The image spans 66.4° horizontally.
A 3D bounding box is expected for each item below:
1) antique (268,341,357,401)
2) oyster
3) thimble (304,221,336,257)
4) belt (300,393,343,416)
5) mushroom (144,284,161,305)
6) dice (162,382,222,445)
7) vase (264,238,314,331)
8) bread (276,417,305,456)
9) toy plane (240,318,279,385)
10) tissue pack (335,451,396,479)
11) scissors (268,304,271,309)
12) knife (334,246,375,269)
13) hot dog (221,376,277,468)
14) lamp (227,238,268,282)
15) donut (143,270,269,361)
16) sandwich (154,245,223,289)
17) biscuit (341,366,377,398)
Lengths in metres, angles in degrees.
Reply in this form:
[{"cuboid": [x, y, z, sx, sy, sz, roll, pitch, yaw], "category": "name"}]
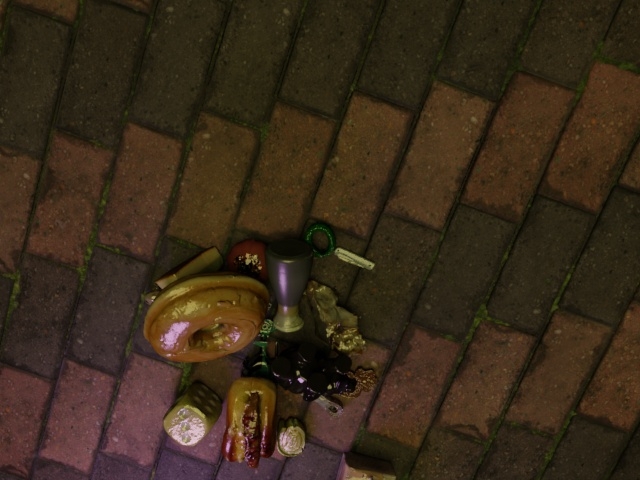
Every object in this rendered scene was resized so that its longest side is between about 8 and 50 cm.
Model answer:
[{"cuboid": [-0.036, 0.485, 1.808, 0.323, 0.255, 0.185, 20, 63, -2], "category": "antique"}, {"cuboid": [0.045, 0.291, 1.835, 0.198, 0.133, 0.336, -36, 78, 39], "category": "oyster"}, {"cuboid": [0.000, 0.000, 1.807, 0.118, 0.090, 0.130, -44, 95, 6], "category": "thimble"}, {"cuboid": [-0.007, 0.620, 1.949, 0.232, 0.053, 0.071, 40, 101, -6], "category": "belt"}, {"cuboid": [-0.640, 0.211, 1.897, 0.085, 0.085, 0.079, -13, 66, 5], "category": "mushroom"}, {"cuboid": [-0.501, 0.683, 1.926, 0.166, 0.169, 0.169, 42, 100, -6], "category": "dice"}, {"cuboid": [-0.115, 0.169, 1.769, 0.174, 0.173, 0.320, 3, 114, 2], "category": "vase"}, {"cuboid": [-0.118, 0.795, 1.983, 0.118, 0.064, 0.156, 6, 100, -3], "category": "bread"}, {"cuboid": [-0.230, 0.486, 1.915, 0.155, 0.106, 0.381, 4, 101, -4], "category": "toy plane"}, {"cuboid": [0.160, 1.032, 1.912, 0.239, 0.238, 0.305, 16, 92, 0], "category": "tissue pack"}, {"cuboid": [-0.232, 0.242, 1.909, 0.083, 0.006, 0.036, 35, 99, -4], "category": "scissors"}, {"cuboid": [0.127, 0.070, 1.849, 0.162, 0.023, 0.044, 24, 99, -2], "category": "knife"}, {"cuboid": [-0.261, 0.703, 1.826, 0.186, 0.223, 0.404, 6, 128, 1], "category": "hot dog"}, {"cuboid": [-0.259, 0.084, 1.813, 0.182, 0.140, 0.181, 1, 106, 3], "category": "lamp"}, {"cuboid": [-0.388, 0.265, 1.708, 0.449, 0.198, 0.448, -17, 142, -14], "category": "donut"}, {"cuboid": [-0.496, 0.127, 1.854, 0.186, 0.220, 0.108, -21, 105, 44], "category": "sandwich"}, {"cuboid": [0.139, 0.564, 1.944, 0.175, 0.026, 0.124, -18, 101, 7], "category": "biscuit"}]
